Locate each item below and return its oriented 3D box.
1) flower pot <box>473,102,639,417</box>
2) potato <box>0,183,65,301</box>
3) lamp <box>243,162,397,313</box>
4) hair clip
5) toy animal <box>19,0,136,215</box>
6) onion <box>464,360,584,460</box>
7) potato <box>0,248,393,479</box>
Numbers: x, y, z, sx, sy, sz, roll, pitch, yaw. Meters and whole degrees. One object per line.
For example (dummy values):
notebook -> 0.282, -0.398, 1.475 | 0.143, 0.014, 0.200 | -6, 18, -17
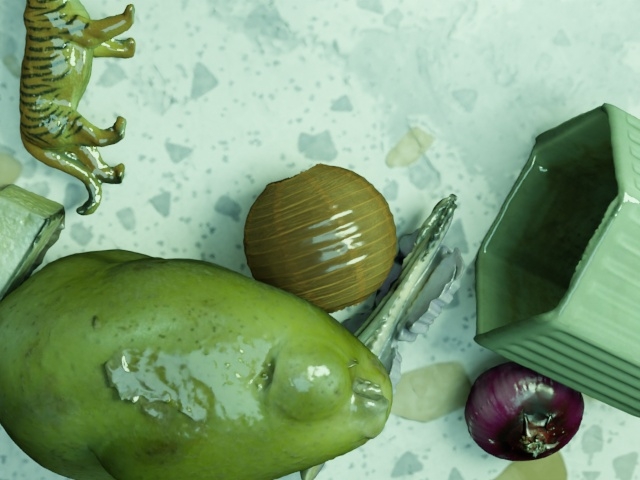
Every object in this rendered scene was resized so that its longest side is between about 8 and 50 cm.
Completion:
flower pot -> 0.267, 0.023, 1.083 | 0.189, 0.209, 0.239 | 27, 97, -15
potato -> -0.276, 0.015, 1.051 | 0.061, 0.086, 0.122 | 33, 98, -2
lamp -> 0.000, 0.000, 1.068 | 0.136, 0.136, 0.136 | -2, 104, -10
hair clip -> 0.048, 0.085, 1.115 | 0.084, 0.106, 0.292 | 33, 94, -23
toy animal -> -0.209, -0.140, 1.040 | 0.099, 0.057, 0.241 | 6, 104, -5
onion -> 0.195, 0.166, 1.163 | 0.115, 0.104, 0.115 | -2, 121, -4
potato -> -0.111, 0.112, 1.018 | 0.351, 0.202, 0.218 | 3, 131, 19
